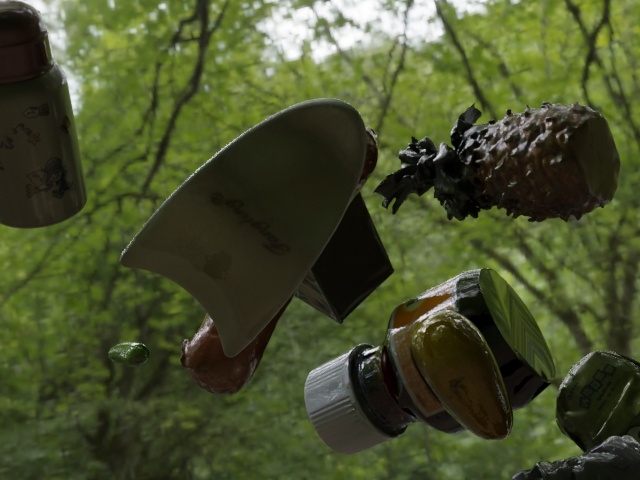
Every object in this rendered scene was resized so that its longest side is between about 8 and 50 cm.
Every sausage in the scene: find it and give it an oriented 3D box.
[{"bbox_3d":[-0.042,0.008,1.241,0.094,0.418,0.094,26,-23,12],"label":"sausage"}]

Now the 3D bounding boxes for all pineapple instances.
[{"bbox_3d":[0.211,-0.096,1.213,0.310,0.170,0.141,-3,-29,41],"label":"pineapple"}]

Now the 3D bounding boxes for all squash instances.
[{"bbox_3d":[-0.194,0.115,0.980,0.027,0.027,0.089,-7,0,-27],"label":"squash"}]

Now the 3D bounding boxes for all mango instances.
[{"bbox_3d":[0.191,0.184,1.285,0.098,0.195,0.137,-30,3,-6],"label":"mango"}]

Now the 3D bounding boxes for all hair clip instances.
[{"bbox_3d":[-0.062,-0.029,1.044,0.282,0.172,0.113,-48,3,-10],"label":"hair clip"}]

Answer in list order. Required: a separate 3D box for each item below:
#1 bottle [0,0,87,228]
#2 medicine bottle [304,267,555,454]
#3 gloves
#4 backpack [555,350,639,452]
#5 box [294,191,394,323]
[{"bbox_3d":[-0.316,-0.135,1.016,0.110,0.233,0.110,-2,31,1],"label":"bottle"},{"bbox_3d":[0.162,0.220,1.594,0.395,0.242,0.242,-30,-19,25],"label":"medicine bottle"},{"bbox_3d":[0.393,0.329,1.266,0.286,0.142,0.119,-8,-13,-12],"label":"gloves"},{"bbox_3d":[0.540,0.314,1.708,0.207,0.253,0.140,-52,-18,-6],"label":"backpack"},{"bbox_3d":[0.000,0.000,1.699,0.149,0.155,0.231,-42,-49,-19],"label":"box"}]
